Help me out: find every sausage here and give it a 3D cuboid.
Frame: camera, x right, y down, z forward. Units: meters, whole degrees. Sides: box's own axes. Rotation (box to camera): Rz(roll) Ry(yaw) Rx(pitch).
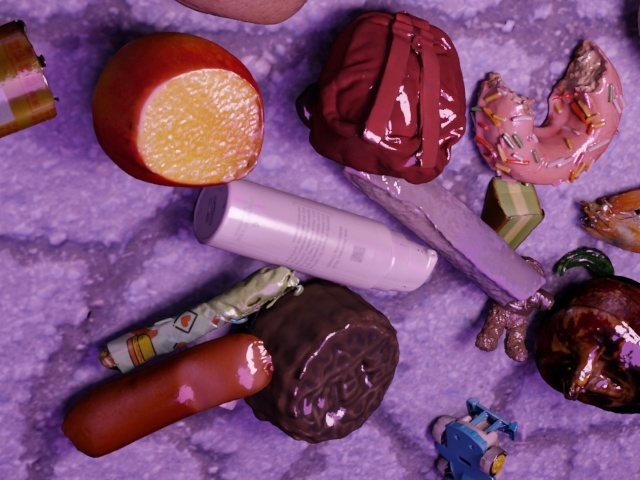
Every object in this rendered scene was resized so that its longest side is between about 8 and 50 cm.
[{"bbox_3d":[-0.451,-0.135,1.245,0.318,0.125,0.117,-22,79,-11],"label":"sausage"},{"bbox_3d":[-0.204,0.204,1.522,0.300,0.083,0.089,-23,87,6],"label":"sausage"}]

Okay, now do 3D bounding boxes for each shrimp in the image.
[{"bbox_3d":[0.487,-0.040,1.792,0.217,0.051,0.115,13,103,-30],"label":"shrimp"}]

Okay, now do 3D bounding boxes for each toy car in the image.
[{"bbox_3d":[0.259,0.348,1.844,0.098,0.126,0.161,-33,133,-28],"label":"toy car"}]

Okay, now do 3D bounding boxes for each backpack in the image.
[{"bbox_3d":[0.091,-0.189,1.450,0.229,0.139,0.229,3,82,-22],"label":"backpack"}]

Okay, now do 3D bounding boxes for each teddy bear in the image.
[{"bbox_3d":[0.296,0.102,1.761,0.119,0.078,0.160,20,89,-10],"label":"teddy bear"}]

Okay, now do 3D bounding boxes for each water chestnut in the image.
[{"bbox_3d":[0.441,0.176,1.778,0.238,0.224,0.223,-55,135,-39],"label":"water chestnut"}]

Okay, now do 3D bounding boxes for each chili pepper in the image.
[{"bbox_3d":[0.430,0.039,1.813,0.118,0.035,0.055,9,95,-33],"label":"chili pepper"}]

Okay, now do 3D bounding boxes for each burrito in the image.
[{"bbox_3d":[-0.157,0.107,1.528,0.288,0.104,0.054,-26,83,4],"label":"burrito"}]

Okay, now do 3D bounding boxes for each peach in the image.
[{"bbox_3d":[-0.161,-0.145,1.324,0.190,0.192,0.190,-53,162,-26],"label":"peach"}]

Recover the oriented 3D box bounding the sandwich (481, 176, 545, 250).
[{"bbox_3d":[0.272,-0.033,1.715,0.074,0.074,0.116,-3,148,-26],"label":"sandwich"}]

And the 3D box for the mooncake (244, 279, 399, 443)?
[{"bbox_3d":[0.005,0.178,1.601,0.228,0.124,0.228,-22,125,-35],"label":"mooncake"}]

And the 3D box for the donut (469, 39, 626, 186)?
[{"bbox_3d":[0.333,-0.165,1.629,0.233,0.085,0.199,-23,124,-13],"label":"donut"}]

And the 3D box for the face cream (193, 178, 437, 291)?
[{"bbox_3d":[0.000,0.000,1.541,0.346,0.102,0.102,18,106,-32],"label":"face cream"}]

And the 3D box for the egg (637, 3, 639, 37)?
[{"bbox_3d":[0.557,-0.292,1.610,0.254,0.188,0.188,21,105,-26],"label":"egg"}]

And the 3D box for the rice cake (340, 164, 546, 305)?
[{"bbox_3d":[0.172,-0.022,1.612,0.399,0.064,0.070,37,66,-29],"label":"rice cake"}]

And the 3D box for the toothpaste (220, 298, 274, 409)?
[{"bbox_3d":[-0.094,0.147,1.609,0.071,0.045,0.193,23,99,-42],"label":"toothpaste"}]

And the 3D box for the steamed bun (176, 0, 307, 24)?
[{"bbox_3d":[-0.094,-0.367,1.243,0.301,0.199,0.251,21,105,-34],"label":"steamed bun"}]
